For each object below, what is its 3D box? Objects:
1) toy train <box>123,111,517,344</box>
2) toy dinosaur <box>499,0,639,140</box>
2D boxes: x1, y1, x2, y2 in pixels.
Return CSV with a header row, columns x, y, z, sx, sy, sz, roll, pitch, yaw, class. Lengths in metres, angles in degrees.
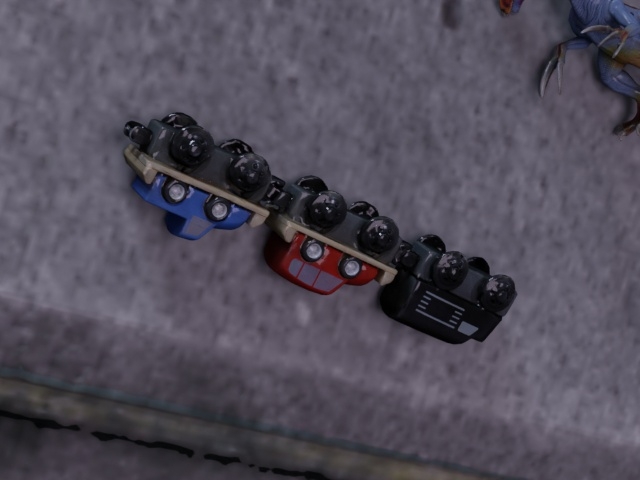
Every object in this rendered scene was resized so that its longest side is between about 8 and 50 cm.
x,y,z,sx,sy,sz,roll,pitch,yaw,class
0.000,0.000,0.480,0.158,0.027,0.036,25,98,-28,toy train
0.102,-0.077,0.522,0.082,0.047,0.090,54,41,-14,toy dinosaur
